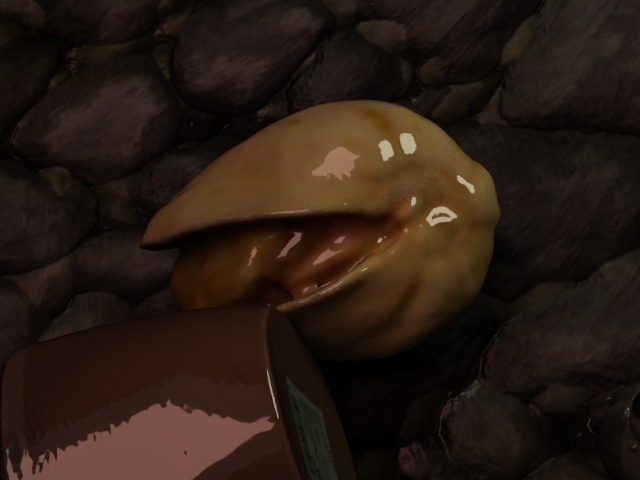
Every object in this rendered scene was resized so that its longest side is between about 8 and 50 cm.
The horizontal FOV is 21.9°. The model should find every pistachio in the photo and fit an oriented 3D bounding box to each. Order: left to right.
[{"bbox_3d":[0.000,0.000,1.455,0.321,0.238,0.229,-16,87,10],"label":"pistachio"}]

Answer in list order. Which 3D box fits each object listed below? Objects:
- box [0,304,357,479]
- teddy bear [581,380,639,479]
[{"bbox_3d":[-0.099,0.190,1.319,0.216,0.301,0.301,-20,53,10],"label":"box"},{"bbox_3d":[0.295,0.174,1.231,0.251,0.144,0.171,0,61,29],"label":"teddy bear"}]
